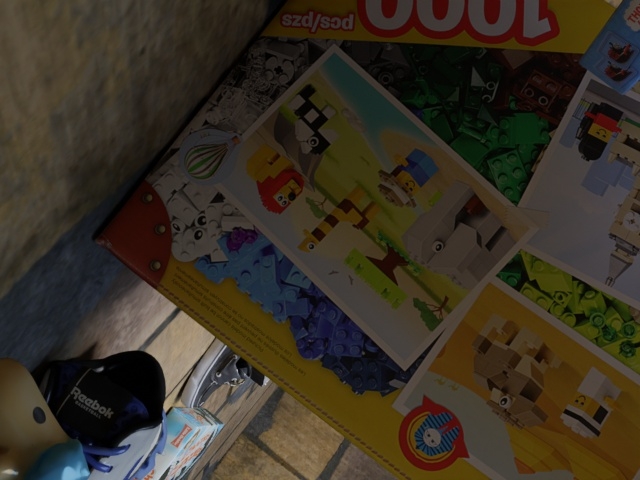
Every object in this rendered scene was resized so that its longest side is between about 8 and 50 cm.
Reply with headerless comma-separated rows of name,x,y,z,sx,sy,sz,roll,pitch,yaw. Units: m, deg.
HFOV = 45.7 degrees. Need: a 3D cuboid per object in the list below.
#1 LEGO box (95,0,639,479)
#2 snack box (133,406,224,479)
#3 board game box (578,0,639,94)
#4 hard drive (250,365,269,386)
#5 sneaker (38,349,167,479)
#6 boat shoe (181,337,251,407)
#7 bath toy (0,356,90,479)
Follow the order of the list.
LEGO box,0.148,0.017,0.617,0.372,0.500,0.193,-53,173,-6
snack box,-0.271,0.390,1.362,0.187,0.060,0.322,-52,172,-9
board game box,0.219,-0.183,0.363,0.160,0.039,0.211,-50,172,-18
hard drive,-0.041,0.161,1.697,0.339,0.064,0.237,-49,171,-22
sneaker,-0.230,0.198,0.636,0.315,0.127,0.182,-55,172,-46
boat shoe,-0.139,0.191,1.212,0.228,0.076,0.080,-55,172,12
bath toy,-0.239,0.147,0.287,0.151,0.129,0.348,-56,171,18
